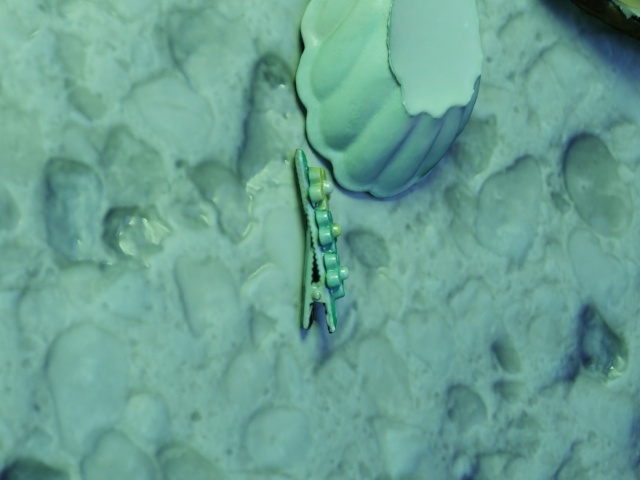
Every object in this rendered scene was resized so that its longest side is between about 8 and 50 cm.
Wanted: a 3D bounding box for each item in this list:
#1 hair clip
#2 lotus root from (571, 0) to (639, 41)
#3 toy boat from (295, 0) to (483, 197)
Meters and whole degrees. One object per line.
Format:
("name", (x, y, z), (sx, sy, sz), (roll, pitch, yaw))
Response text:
("hair clip", (0.001, 0.000, 1.394), (0.049, 0.049, 0.172), (-5, 91, -35))
("lotus root", (0.328, -0.274, 1.612), (0.329, 0.078, 0.167), (17, 56, -32))
("toy boat", (0.079, -0.185, 1.414), (0.199, 0.100, 0.290), (-5, 94, -36))
